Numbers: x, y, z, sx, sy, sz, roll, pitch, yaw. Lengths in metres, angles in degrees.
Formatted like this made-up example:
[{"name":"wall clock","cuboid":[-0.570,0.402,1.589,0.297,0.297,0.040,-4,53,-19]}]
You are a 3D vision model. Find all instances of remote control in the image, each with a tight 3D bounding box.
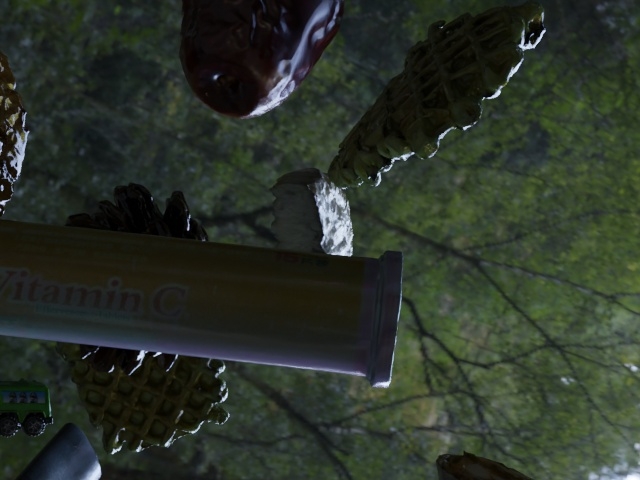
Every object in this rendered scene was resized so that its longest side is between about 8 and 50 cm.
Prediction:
[{"name":"remote control","cuboid":[-0.398,0.372,1.580,0.044,0.107,0.377,-28,-172,12]}]

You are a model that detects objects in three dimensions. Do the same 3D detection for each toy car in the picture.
[{"name":"toy car","cuboid":[-0.393,0.191,1.284,0.071,0.165,0.062,-1,-95,62]}]

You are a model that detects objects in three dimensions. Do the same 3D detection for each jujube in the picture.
[{"name":"jujube","cuboid":[-0.068,-0.245,1.164,0.190,0.190,0.255,-20,-140,42]}]

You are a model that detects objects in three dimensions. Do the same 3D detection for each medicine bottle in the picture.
[{"name":"medicine bottle","cuboid":[-0.152,0.036,0.870,0.108,0.426,0.108,7,90,-88]}]

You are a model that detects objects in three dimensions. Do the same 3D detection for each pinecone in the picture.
[{"name":"pinecone","cuboid":[-0.205,0.043,1.235,0.202,0.201,0.229,48,-30,19]}]

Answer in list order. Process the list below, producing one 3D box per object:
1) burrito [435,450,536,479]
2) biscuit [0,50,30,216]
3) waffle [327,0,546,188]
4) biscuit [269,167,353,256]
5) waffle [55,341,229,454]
[{"name":"burrito","cuboid":[0.233,0.400,1.350,0.143,0.105,0.299,-16,-93,47]},{"name":"biscuit","cuboid":[-0.393,-0.093,1.078,0.075,0.296,0.296,8,-100,28]},{"name":"waffle","cuboid":[0.134,-0.185,1.397,0.297,0.073,0.317,-49,-162,-22]},{"name":"biscuit","cuboid":[0.000,0.000,1.727,0.084,0.281,0.179,8,-144,23]},{"name":"waffle","cuboid":[-0.233,0.178,1.522,0.204,0.223,0.054,-18,-163,8]}]
